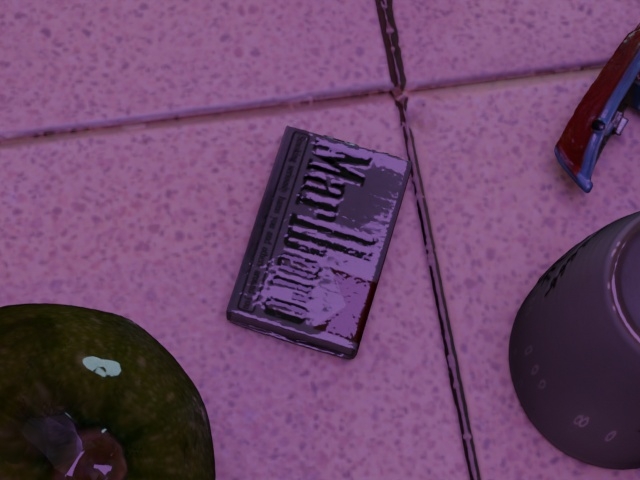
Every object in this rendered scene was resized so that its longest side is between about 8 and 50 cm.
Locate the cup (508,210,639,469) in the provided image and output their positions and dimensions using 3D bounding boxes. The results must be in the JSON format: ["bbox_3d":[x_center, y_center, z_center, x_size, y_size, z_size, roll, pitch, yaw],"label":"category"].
[{"bbox_3d":[0.294,0.050,1.567,0.258,0.234,0.186,-29,78,-16],"label":"cup"}]

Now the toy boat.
[{"bbox_3d":[0.260,-0.114,1.699,0.058,0.069,0.173,31,67,13],"label":"toy boat"}]

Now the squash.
[{"bbox_3d":[-0.221,0.165,1.437,0.310,0.309,0.310,1,73,-4],"label":"squash"}]

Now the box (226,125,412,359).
[{"bbox_3d":[0.000,0.000,1.654,0.115,0.036,0.177,18,71,0],"label":"box"}]
